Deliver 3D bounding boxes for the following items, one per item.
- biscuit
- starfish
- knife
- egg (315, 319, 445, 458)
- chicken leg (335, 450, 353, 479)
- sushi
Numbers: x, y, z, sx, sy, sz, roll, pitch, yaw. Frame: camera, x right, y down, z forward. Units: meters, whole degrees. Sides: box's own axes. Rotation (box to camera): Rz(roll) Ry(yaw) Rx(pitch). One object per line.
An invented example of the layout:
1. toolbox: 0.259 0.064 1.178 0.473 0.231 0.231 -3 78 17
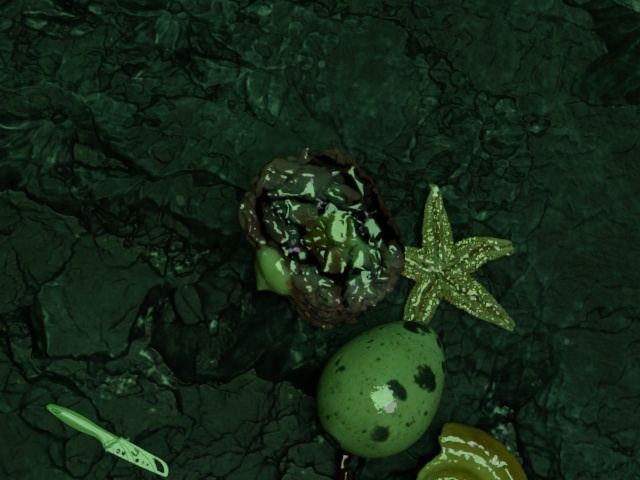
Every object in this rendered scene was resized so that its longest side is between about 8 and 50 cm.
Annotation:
1. biscuit: 0.219 0.424 1.548 0.213 0.091 0.274 23 77 -4
2. starfish: 0.209 0.068 1.619 0.231 0.048 0.295 14 81 -7
3. knife: -0.315 0.296 1.516 0.207 0.014 0.030 29 77 -5
4. egg: 0.096 0.214 1.514 0.177 0.177 0.228 45 71 -1
5. chicken leg: 0.012 0.422 1.534 0.089 0.048 0.219 35 78 -6
6. sushi: 0.000 0.000 1.528 0.236 0.171 0.270 -31 87 -10
